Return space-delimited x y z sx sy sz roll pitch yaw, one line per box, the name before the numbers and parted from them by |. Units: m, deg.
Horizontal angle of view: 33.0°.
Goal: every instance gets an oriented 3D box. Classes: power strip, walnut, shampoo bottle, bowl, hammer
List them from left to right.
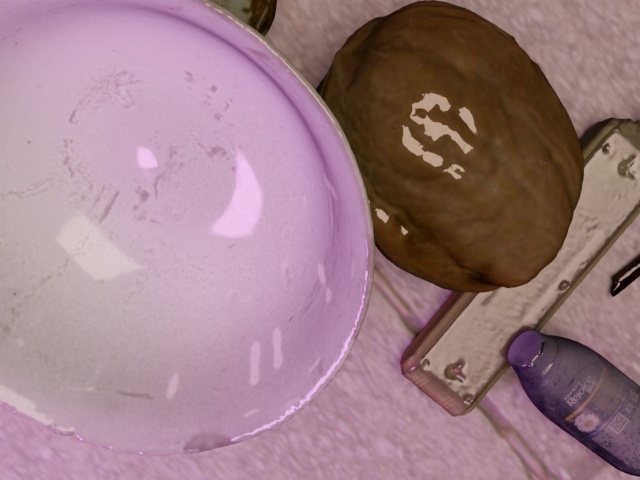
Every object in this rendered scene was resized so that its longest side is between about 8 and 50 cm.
bowl | -0.152 -0.042 0.951 0.435 0.196 0.434 5 116 9
walnut | 0.118 -0.087 1.008 0.283 0.227 0.282 12 68 -32
power strip | 0.233 0.011 1.123 0.092 0.066 0.387 40 92 -11
shampoo bottle | 0.285 0.169 1.127 0.234 0.049 0.087 36 91 -28
hammer | 0.377 -0.004 1.167 0.178 0.021 0.065 -39 102 0

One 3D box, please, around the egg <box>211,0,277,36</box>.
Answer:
egg | -0.135 -0.259 0.967 0.231 0.169 0.169 37 90 -24
